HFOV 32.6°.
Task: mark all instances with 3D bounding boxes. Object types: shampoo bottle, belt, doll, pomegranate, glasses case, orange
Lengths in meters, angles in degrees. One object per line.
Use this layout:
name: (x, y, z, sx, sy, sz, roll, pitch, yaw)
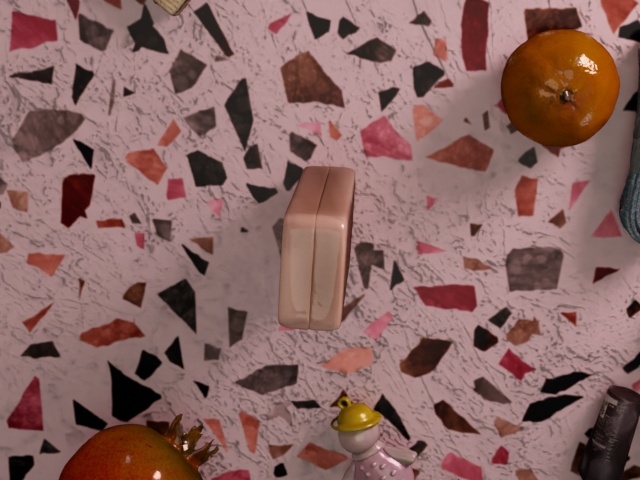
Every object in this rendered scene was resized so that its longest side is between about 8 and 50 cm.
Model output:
shampoo bottle: (0.414, 0.316, 1.600, 0.064, 0.057, 0.207, 14, 104, 0)
belt: (0.462, -0.141, 1.475, 0.087, 0.072, 0.302, 5, 107, 7)
doll: (0.078, 0.321, 1.614, 0.129, 0.081, 0.207, -25, 99, 22)
pomegranate: (-0.260, 0.361, 1.587, 0.257, 0.221, 0.221, -42, 99, -14)
glasses case: (0.000, 0.000, 1.404, 0.076, 0.336, 0.144, 5, 106, 2)
orange: (0.316, -0.200, 1.442, 0.156, 0.124, 0.156, 1, 101, 6)

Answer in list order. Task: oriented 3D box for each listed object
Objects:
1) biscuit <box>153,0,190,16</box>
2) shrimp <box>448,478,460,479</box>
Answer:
biscuit: (-0.178, -0.413, 1.464, 0.121, 0.040, 0.199, 41, 102, -4)
shrimp: (0.209, 0.486, 1.660, 0.145, 0.061, 0.267, -4, 106, 15)
